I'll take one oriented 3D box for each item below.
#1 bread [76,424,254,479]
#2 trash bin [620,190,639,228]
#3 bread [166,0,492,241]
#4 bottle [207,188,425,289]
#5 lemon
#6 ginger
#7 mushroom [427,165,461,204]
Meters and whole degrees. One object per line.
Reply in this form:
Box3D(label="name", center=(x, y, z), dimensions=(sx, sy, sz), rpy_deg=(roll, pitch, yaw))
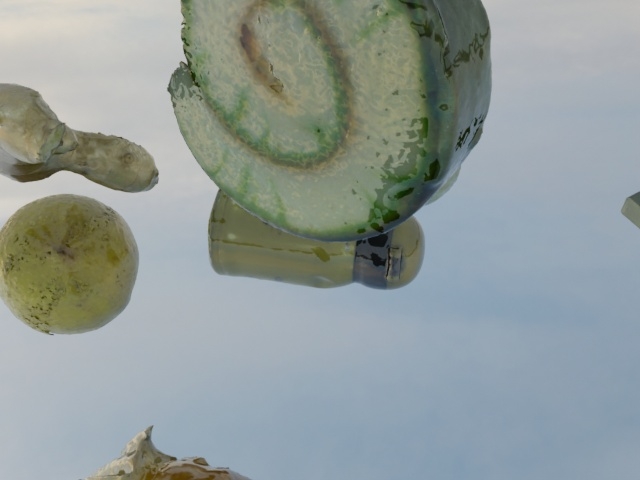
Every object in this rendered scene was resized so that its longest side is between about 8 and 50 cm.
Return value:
Box3D(label="bread", center=(-0.088, 0.353, 0.670), dimensions=(0.183, 0.388, 0.236), rpy_deg=(-5, -131, 40))
Box3D(label="trash bin", center=(0.560, -0.060, 1.218), dimensions=(0.092, 0.043, 0.061), rpy_deg=(-26, -124, -18))
Box3D(label="bread", center=(-0.008, -0.180, 0.799), dimensions=(0.382, 0.366, 0.129), rpy_deg=(-6, -153, 38))
Box3D(label="bottle", center=(0.000, 0.000, 1.236), dimensions=(0.352, 0.171, 0.171), rpy_deg=(9, -148, 8))
Box3D(label="lemon", center=(-0.456, 0.044, 1.334), dimensions=(0.258, 0.257, 0.310), rpy_deg=(-4, -177, -7))
Box3D(label="ginger", center=(-0.429, -0.141, 0.980), dimensions=(0.363, 0.122, 0.348), rpy_deg=(12, 169, 3))
Box3D(label="mushroom", center=(0.249, -0.187, 1.725), dimensions=(0.164, 0.267, 0.189), rpy_deg=(-8, -138, -3))
